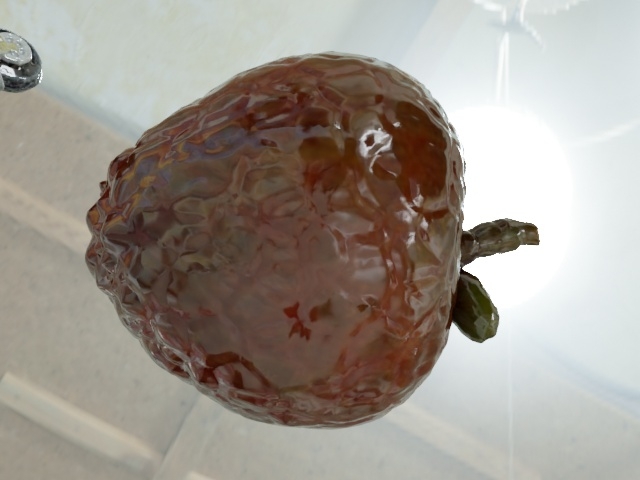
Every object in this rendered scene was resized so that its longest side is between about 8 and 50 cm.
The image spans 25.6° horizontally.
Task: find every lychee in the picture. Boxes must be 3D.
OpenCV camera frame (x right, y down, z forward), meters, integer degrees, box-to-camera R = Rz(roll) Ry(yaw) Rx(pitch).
[{"bbox_3d":[0.000,0.000,0.938,0.300,0.255,0.255,17,-60,-22],"label":"lychee"}]

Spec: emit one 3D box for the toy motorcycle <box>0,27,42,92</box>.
[{"bbox_3d":[-0.328,-0.165,1.084,0.229,0.151,0.074,33,-52,-12],"label":"toy motorcycle"}]
